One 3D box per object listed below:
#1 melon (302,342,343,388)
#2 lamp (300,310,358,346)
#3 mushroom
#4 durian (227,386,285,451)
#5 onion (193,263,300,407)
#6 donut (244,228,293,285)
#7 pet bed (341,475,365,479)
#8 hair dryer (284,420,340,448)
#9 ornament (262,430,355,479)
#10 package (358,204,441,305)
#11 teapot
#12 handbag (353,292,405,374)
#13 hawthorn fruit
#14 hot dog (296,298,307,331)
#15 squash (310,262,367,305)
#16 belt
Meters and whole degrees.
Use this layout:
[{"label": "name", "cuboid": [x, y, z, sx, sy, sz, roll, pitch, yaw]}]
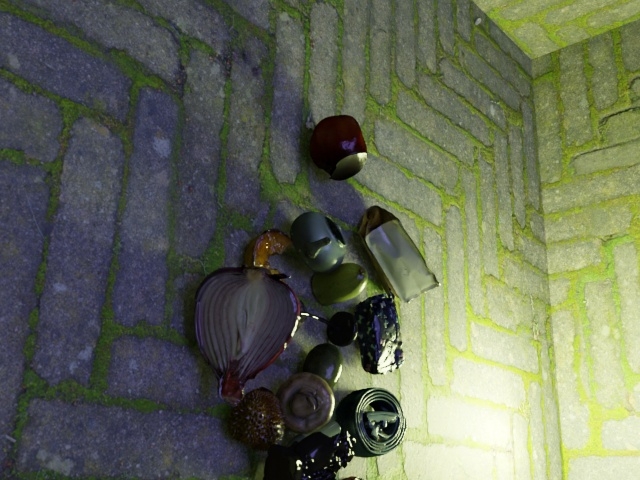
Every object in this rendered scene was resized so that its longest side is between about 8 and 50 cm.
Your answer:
[{"label": "melon", "cuboid": [0.007, 0.369, 2.051, 0.114, 0.114, 0.167, 47, 45, -30]}, {"label": "lamp", "cuboid": [0.011, 0.211, 2.016, 0.371, 0.108, 0.130, 49, 21, -56]}, {"label": "mushroom", "cuboid": [-0.046, 0.444, 1.925, 0.127, 0.166, 0.166, 59, 27, -75]}, {"label": "durian", "cuboid": [-0.162, 0.460, 1.808, 0.158, 0.137, 0.168, 29, 64, -67]}, {"label": "onion", "cuboid": [-0.197, 0.235, 1.792, 0.159, 0.267, 0.348, 39, 66, -85]}, {"label": "donut", "cuboid": [-0.154, 0.054, 1.987, 0.146, 0.078, 0.181, 24, 66, -43]}, {"label": "pet bed", "cuboid": [0.099, 0.796, 2.076, 0.201, 0.053, 0.201, 17, 67, -47]}, {"label": "hair dryer", "cuboid": [-0.003, 0.633, 1.985, 0.229, 0.092, 0.267, -44, 122, -40]}, {"label": "ornament", "cuboid": [-0.025, 0.617, 1.845, 0.260, 0.106, 0.251, 1, 107, -45]}, {"label": "package", "cuboid": [0.239, 0.060, 2.425, 0.165, 0.221, 0.311, -36, 115, -7]}, {"label": "teapot", "cuboid": [0.000, 0.000, 2.094, 0.193, 0.129, 0.294, 57, 15, -4]}, {"label": "handbag", "cuboid": [0.192, 0.308, 2.294, 0.162, 0.113, 0.260, -6, 85, -44]}, {"label": "hawthorn fruit", "cuboid": [0.064, -0.324, 2.278, 0.189, 0.189, 0.251, 34, 51, -40]}, {"label": "hot dog", "cuboid": [-0.128, 0.201, 1.979, 0.253, 0.069, 0.131, 14, 59, -51]}, {"label": "squash", "cuboid": [0.070, 0.123, 2.151, 0.123, 0.187, 0.123, 22, 58, -39]}, {"label": "belt", "cuboid": [0.168, 0.560, 2.181, 0.267, 0.116, 0.206, 1, 74, -48]}]
